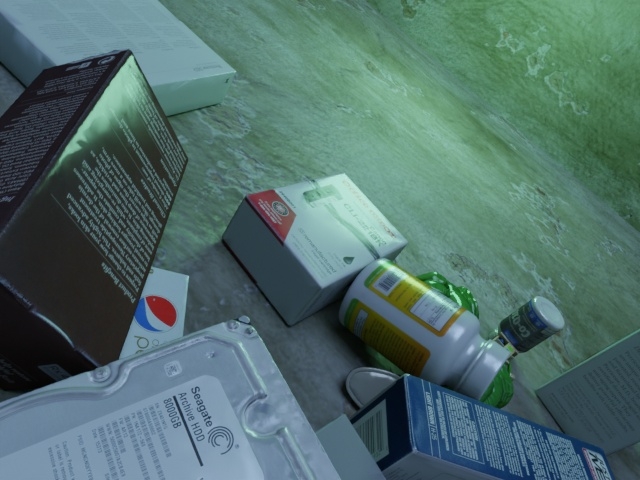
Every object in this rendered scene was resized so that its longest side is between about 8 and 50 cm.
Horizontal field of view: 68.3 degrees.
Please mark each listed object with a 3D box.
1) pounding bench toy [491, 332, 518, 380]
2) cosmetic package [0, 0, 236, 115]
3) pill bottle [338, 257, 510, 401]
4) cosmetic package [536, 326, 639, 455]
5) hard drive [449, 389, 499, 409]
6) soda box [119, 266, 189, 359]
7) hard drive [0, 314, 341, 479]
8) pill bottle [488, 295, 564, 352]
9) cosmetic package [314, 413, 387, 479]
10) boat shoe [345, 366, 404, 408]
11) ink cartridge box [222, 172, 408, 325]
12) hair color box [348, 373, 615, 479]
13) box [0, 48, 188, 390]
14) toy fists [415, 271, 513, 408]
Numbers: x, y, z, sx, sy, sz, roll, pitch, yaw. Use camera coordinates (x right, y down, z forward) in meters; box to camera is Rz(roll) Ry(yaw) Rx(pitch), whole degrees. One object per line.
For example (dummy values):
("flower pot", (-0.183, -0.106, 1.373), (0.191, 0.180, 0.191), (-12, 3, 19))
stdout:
("pounding bench toy", (0.359, 0.236, 0.935), (0.065, 0.052, 0.083), (-14, 60, -46))
("cosmetic package", (-0.392, -0.362, 0.916), (0.284, 0.097, 0.377), (42, 38, 8))
("pill bottle", (0.162, 0.145, 0.749), (0.246, 0.136, 0.136), (34, 33, 26))
("cosmetic package", (0.662, 0.219, 0.866), (0.230, 0.453, 0.161), (-3, 53, -42))
("hard drive", (0.181, 0.272, 0.686), (0.094, 0.135, 0.022), (25, 36, -17))
("soda box", (-0.211, 0.135, 0.568), (0.074, 0.069, 0.216), (17, 43, -25))
("hard drive", (-0.166, 0.218, 0.397), (0.339, 0.064, 0.236), (-16, 54, -30))
("pill bottle", (0.418, 0.182, 0.969), (0.078, 0.137, 0.078), (23, 39, -20))
("cosmetic package", (0.031, 0.331, 0.512), (0.107, 0.127, 0.238), (-18, 62, -46))
("boat shoe", (0.127, 0.251, 0.745), (0.206, 0.075, 0.065), (24, -4, -10))
("ink cartridge box", (0.000, 0.000, 0.840), (0.197, 0.114, 0.273), (50, 38, 16))
("hair color box", (0.209, 0.313, 0.634), (0.348, 0.174, 0.105), (25, 38, -17))
("box", (-0.290, -0.044, 0.556), (0.143, 0.191, 0.381), (-10, 44, 9))
("toy fists", (0.247, 0.178, 0.871), (0.142, 0.096, 0.279), (12, 46, -28))
